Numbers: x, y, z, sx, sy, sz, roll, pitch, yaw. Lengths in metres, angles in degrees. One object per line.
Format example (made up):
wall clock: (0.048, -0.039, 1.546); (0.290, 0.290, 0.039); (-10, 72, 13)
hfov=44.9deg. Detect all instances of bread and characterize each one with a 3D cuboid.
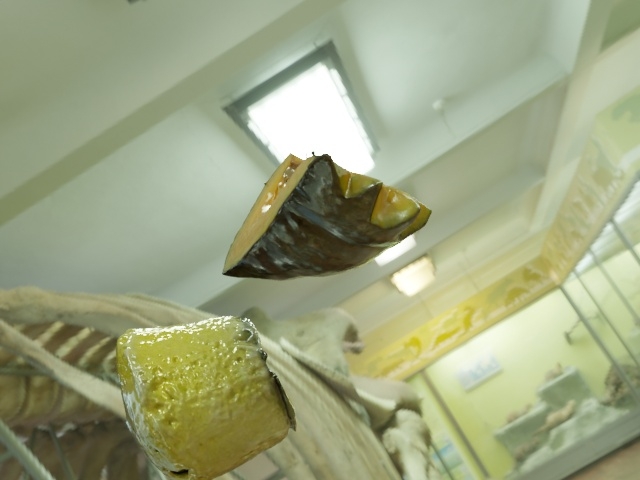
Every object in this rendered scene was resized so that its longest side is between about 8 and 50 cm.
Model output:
bread: (-0.133, 0.168, 0.863); (0.171, 0.197, 0.197); (-20, -18, -13)

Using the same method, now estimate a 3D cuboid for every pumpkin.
pumpkin: (0.000, 0.000, 0.724); (0.149, 0.131, 0.254); (-59, 12, 0)
